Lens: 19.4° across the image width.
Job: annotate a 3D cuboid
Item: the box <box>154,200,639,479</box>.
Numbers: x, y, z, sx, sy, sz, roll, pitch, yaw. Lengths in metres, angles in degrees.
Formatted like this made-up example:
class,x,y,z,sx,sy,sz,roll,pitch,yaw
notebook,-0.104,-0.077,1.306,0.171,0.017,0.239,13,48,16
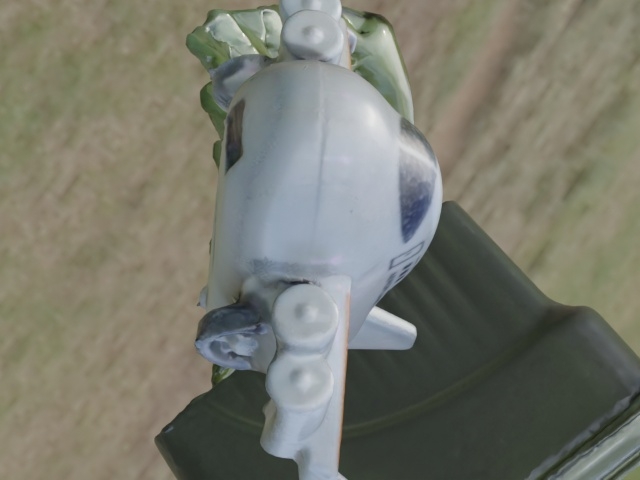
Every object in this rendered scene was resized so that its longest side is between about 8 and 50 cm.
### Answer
class,x,y,z,sx,sy,sz,roll,pitch,yaw
box,0.055,0.111,1.071,0.274,0.178,0.138,-39,165,-1

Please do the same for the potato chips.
class,x,y,z,sx,sy,sz,roll,pitch,yaw
potato chips,-0.019,0.020,1.361,0.373,0.097,0.389,-38,128,-64

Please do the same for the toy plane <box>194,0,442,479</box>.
class,x,y,z,sx,sy,sz,roll,pitch,yaw
toy plane,0.000,0.000,0.879,0.244,0.117,0.245,-176,-90,-87
